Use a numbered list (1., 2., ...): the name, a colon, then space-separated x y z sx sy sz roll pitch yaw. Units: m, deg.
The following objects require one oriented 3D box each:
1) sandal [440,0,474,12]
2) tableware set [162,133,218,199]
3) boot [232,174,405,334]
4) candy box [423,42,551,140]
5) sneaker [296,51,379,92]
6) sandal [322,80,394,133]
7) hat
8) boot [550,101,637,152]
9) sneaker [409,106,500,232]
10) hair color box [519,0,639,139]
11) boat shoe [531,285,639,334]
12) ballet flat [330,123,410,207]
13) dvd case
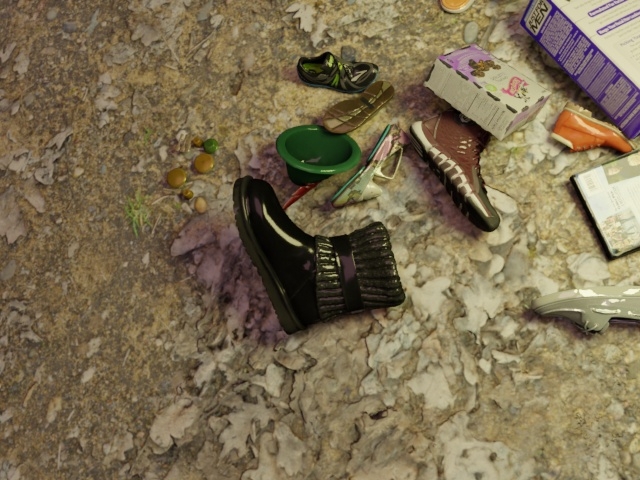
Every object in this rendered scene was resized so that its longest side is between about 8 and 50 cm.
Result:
1. sandal: 0.345 -0.631 1.283 0.102 0.076 0.265 22 82 17
2. tableware set: -0.297 -0.171 1.346 0.104 0.024 0.154 12 78 12
3. boot: 0.001 0.000 1.144 0.260 0.131 0.347 -21 101 12
4. candy box: 0.335 -0.302 1.161 0.196 0.070 0.165 41 46 18
5. sneaker: 0.035 -0.376 1.290 0.188 0.078 0.067 8 78 13
6. sandal: 0.087 -0.286 1.276 0.180 0.049 0.072 -36 76 -13
7. hat: -0.028 -0.131 1.273 0.209 0.183 0.172 -4 45 -16
8. boot: 0.538 -0.201 1.150 0.158 0.059 0.084 31 105 12
9. sneaker: 0.313 -0.164 1.162 0.163 0.106 0.281 -32 71 0
10. hair color box: 0.577 -0.380 1.128 0.185 0.110 0.338 -28 72 -16
11. boat shoe: 0.506 0.130 1.055 0.228 0.079 0.081 -4 71 9
12. ballet flat: 0.114 -0.143 1.224 0.079 0.077 0.221 38 86 -4
13. dvd case: 0.634 -0.090 1.102 0.253 0.022 0.180 -22 79 6
